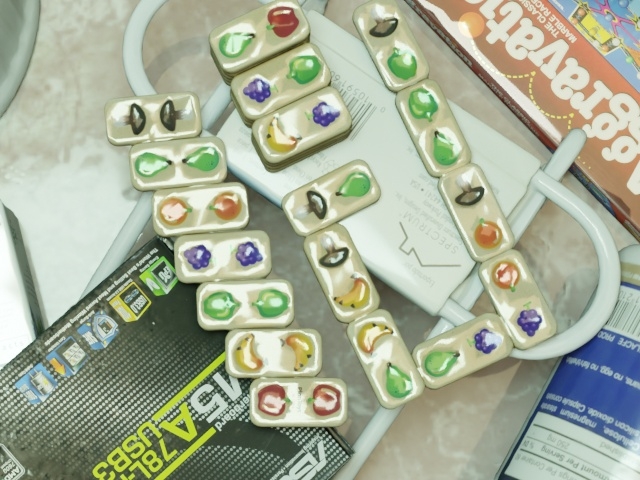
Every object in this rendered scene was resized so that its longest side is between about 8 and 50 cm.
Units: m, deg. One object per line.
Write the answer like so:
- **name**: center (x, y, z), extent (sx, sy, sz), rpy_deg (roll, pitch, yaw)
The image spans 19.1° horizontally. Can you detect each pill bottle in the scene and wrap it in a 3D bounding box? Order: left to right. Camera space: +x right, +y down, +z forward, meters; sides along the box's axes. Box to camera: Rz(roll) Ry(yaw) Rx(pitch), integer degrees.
- **pill bottle**: center (0.195, 0.148, 1.197), extent (0.153, 0.153, 0.264), rpy_deg (30, 83, 0)

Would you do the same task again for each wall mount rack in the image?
- **wall mount rack**: center (0.000, 0.000, 1.215), extent (0.350, 0.130, 0.304), rpy_deg (35, 79, 4)

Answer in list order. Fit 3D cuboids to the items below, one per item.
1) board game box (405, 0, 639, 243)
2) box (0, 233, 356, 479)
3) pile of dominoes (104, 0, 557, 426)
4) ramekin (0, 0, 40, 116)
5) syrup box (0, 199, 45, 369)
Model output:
- **board game box**: center (0.179, -0.140, 1.294), extent (0.145, 0.027, 0.281), rpy_deg (-44, 88, -7)
- **box**: center (-0.107, 0.124, 1.148), extent (0.191, 0.045, 0.184), rpy_deg (-41, 92, -18)
- **pile of dominoes**: center (0.003, -0.017, 1.133), extent (0.196, 0.040, 0.251), rpy_deg (-26, 83, -5)
- **ramekin**: center (-0.321, -0.168, 1.206), extent (0.277, 0.135, 0.277), rpy_deg (0, 84, -4)
- **syrup box**: center (-0.214, 0.100, 1.203), extent (0.096, 0.093, 0.236), rpy_deg (-15, 85, -5)
